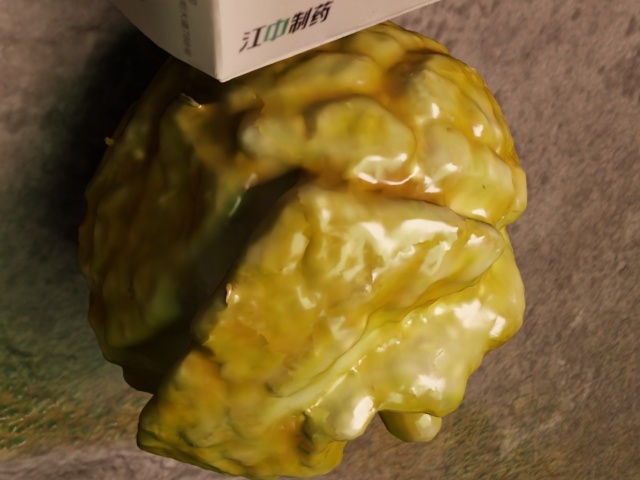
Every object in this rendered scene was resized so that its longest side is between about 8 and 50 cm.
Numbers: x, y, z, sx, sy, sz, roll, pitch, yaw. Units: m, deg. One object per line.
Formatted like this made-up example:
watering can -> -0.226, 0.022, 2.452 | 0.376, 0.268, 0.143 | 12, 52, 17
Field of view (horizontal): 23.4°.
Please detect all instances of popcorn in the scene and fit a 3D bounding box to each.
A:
popcorn -> -0.003, -0.004, 0.889 | 0.247, 0.282, 0.282 | 6, 119, -28

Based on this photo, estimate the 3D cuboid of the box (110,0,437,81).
box -> 0.031, -0.231, 0.826 | 0.333, 0.145, 0.173 | -23, 134, -26
